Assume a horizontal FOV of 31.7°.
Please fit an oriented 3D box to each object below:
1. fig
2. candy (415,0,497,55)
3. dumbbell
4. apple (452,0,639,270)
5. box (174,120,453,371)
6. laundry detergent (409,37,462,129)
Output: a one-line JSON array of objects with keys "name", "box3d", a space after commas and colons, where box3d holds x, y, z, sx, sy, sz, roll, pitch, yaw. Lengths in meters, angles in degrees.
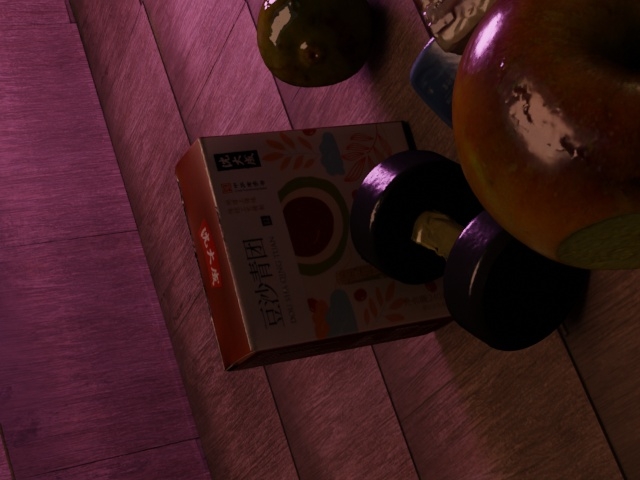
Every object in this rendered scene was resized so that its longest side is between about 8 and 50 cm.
[{"name": "fig", "box3d": [-0.011, -0.378, 1.941, 0.225, 0.203, 0.203, -97, 19, -46]}, {"name": "candy", "box3d": [0.269, -0.354, 1.355, 0.321, 0.179, 0.135, -37, 65, 43]}, {"name": "dumbbell", "box3d": [0.204, 0.006, 1.614, 0.322, 0.204, 0.203, 35, 127, 53]}, {"name": "apple", "box3d": [0.335, -0.128, 1.250, 0.384, 0.374, 0.374, 23, 127, 12]}, {"name": "box", "box3d": [0.000, 0.000, 1.800, 0.122, 0.385, 0.344, -39, 63, 57]}, {"name": "laundry detergent", "box3d": [0.250, -0.163, 1.535, 0.290, 0.094, 0.143, 52, 138, 15]}]
